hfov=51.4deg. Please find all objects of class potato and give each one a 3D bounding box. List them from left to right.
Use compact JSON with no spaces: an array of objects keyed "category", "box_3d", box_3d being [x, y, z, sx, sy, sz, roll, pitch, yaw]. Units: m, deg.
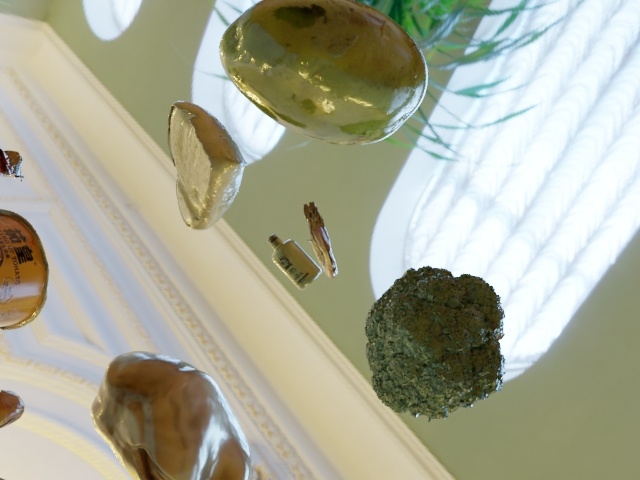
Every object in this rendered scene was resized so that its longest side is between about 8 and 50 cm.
[{"category":"potato","box_3d":[0.011,-0.243,0.952,0.305,0.215,0.216,2,-146,-39]}]

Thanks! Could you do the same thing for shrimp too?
[{"category":"shrimp","box_3d":[0.000,0.000,2.038,0.068,0.150,0.248,-20,-98,-11]}]

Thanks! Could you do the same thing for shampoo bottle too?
[{"category":"shampoo bottle","box_3d":[-0.076,0.048,1.727,0.162,0.079,0.079,47,-154,0]}]

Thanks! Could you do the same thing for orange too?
[{"category":"orange","box_3d":[-0.560,0.291,1.155,0.086,0.062,0.086,4,-171,-1]}]

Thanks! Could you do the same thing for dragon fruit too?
[{"category":"dragon fruit","box_3d":[-0.651,-0.135,1.320,0.092,0.122,0.192,33,178,-3]}]

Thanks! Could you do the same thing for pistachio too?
[{"category":"pistachio","box_3d":[-0.331,0.434,1.529,0.445,0.281,0.365,47,-166,-26]}]

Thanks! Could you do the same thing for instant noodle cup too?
[{"category":"instant noodle cup","box_3d":[-0.585,0.058,1.086,0.216,0.215,0.172,34,-163,16]}]

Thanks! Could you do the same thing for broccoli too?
[{"category":"broccoli","box_3d":[0.207,0.181,1.142,0.270,0.270,0.270,46,-174,36]}]

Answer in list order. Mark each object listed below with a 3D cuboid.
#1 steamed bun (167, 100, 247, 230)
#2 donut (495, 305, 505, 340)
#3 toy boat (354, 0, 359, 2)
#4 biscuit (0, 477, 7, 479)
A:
[{"category":"steamed bun","box_3d":[-0.197,-0.126,1.197,0.111,0.212,0.231,-9,-135,-28]},{"category":"donut","box_3d":[0.304,0.156,1.478,0.235,0.089,0.235,20,162,7]},{"category":"toy boat","box_3d":[0.020,-0.430,1.246,0.136,0.079,0.392,-14,-115,-31]},{"category":"biscuit","box_3d":[-0.603,0.582,1.278,0.202,0.333,0.047,15,-149,13]}]
